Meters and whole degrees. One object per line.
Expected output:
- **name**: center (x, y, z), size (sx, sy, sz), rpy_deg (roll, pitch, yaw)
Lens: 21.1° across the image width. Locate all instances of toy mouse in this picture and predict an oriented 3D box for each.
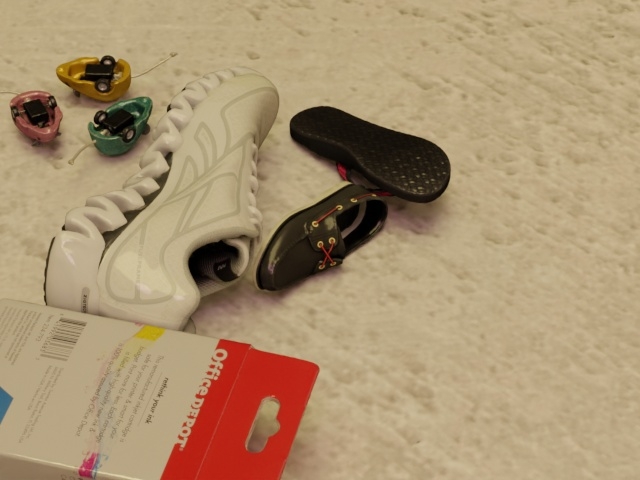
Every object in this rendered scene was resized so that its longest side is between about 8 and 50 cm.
- **toy mouse**: center (-0.197, -0.098, 1.413), size (0.161, 0.031, 0.143), rpy_deg (-3, 43, -2)

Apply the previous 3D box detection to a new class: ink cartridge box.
- **ink cartridge box**: center (-0.126, 0.127, 1.139), size (0.231, 0.078, 0.134), rpy_deg (11, 45, 11)

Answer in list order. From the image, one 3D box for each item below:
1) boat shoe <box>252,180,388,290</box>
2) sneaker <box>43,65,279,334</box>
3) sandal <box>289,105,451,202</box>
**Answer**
- **boat shoe**: center (0.000, -0.002, 1.297), size (0.042, 0.049, 0.133), rpy_deg (22, 43, 33)
- **sneaker**: center (-0.088, -0.025, 1.276), size (0.118, 0.110, 0.292), rpy_deg (17, 43, 16)
- **sandal**: center (0.042, -0.063, 1.377), size (0.067, 0.040, 0.179), rpy_deg (-23, 33, -29)
